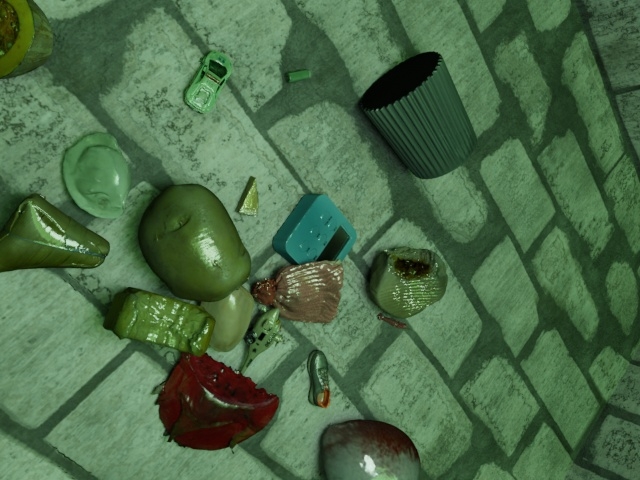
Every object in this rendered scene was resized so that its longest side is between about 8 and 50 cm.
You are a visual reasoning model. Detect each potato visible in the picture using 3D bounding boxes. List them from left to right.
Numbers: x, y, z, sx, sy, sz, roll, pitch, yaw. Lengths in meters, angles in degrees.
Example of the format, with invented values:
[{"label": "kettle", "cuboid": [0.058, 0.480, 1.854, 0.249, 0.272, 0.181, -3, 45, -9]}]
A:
[{"label": "potato", "cuboid": [-0.335, 0.011, 1.239, 0.243, 0.221, 0.326, -26, 97, -11]}]

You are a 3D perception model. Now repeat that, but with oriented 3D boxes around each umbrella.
[{"label": "umbrella", "cuboid": [0.273, 0.303, 1.754, 0.165, 0.025, 0.027, 24, 99, -28]}]

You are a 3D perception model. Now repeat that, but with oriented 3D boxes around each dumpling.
[{"label": "dumpling", "cuboid": [-0.547, -0.160, 1.192, 0.108, 0.153, 0.219, 9, 76, -72]}]

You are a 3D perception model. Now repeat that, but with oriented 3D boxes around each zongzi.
[{"label": "zongzi", "cuboid": [-0.663, 0.048, 1.127, 0.228, 0.115, 0.256, 42, 79, -31]}]

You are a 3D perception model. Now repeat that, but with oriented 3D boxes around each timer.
[{"label": "timer", "cuboid": [0.000, 0.000, 1.531, 0.250, 0.091, 0.231, 42, 72, -30]}]

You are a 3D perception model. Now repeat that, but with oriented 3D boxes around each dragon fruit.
[{"label": "dragon fruit", "cuboid": [-0.307, 0.490, 1.345, 0.344, 0.100, 0.282, 34, 91, -15]}]

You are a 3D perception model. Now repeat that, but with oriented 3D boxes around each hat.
[{"label": "hat", "cuboid": [-0.073, 0.158, 1.472, 0.287, 0.107, 0.236, 1, 112, -15]}]

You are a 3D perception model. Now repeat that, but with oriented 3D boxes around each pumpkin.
[{"label": "pumpkin", "cuboid": [-0.690, -0.457, 1.057, 0.110, 0.218, 0.217, -11, 102, -69]}]

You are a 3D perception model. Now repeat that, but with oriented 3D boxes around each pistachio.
[{"label": "pistachio", "cuboid": [-0.269, 0.209, 1.367, 0.153, 0.126, 0.223, 0, 101, -10]}]

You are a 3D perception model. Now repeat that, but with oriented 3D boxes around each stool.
[{"label": "stool", "cuboid": [0.344, -0.405, 1.595, 0.297, 0.297, 0.330, -50, 120, -18]}]

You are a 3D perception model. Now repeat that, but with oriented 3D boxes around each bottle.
[{"label": "bottle", "cuboid": [-0.068, -0.514, 1.480, 0.083, 0.030, 0.030, -23, 105, -29]}]

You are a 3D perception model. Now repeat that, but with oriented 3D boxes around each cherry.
[{"label": "cherry", "cuboid": [0.160, 0.771, 1.583, 0.335, 0.291, 0.326, 17, 79, -21]}]

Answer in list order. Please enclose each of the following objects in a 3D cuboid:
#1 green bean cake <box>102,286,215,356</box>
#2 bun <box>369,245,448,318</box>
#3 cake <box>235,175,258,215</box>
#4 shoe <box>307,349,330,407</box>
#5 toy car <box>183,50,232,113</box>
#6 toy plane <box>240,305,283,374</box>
[{"label": "green bean cake", "cuboid": [-0.412, 0.205, 1.218, 0.236, 0.233, 0.124, 23, 76, -31]}, {"label": "bun", "cuboid": [0.298, 0.130, 1.652, 0.282, 0.204, 0.281, -2, 123, -4]}, {"label": "cake", "cuboid": [-0.215, -0.133, 1.409, 0.065, 0.052, 0.121, 1, 94, -29]}, {"label": "shoe", "cuboid": [0.004, 0.463, 1.573, 0.074, 0.077, 0.194, -2, 95, -30]}, {"label": "toy car", "cuboid": [-0.311, -0.447, 1.324, 0.093, 0.058, 0.186, 31, 79, -27]}, {"label": "toy plane", "cuboid": [-0.193, 0.325, 1.425, 0.108, 0.092, 0.286, 32, 95, -3]}]
